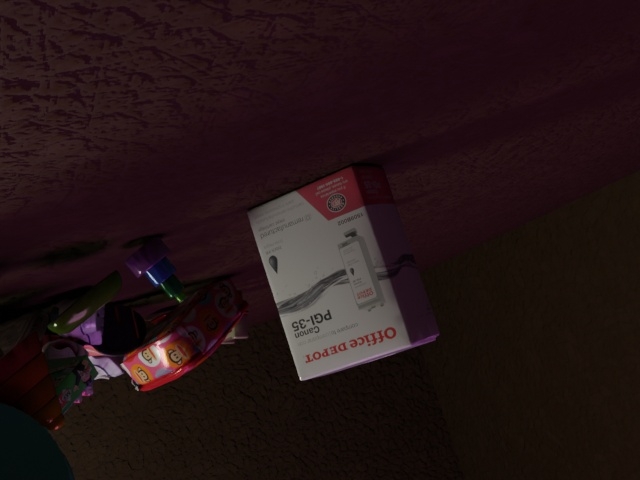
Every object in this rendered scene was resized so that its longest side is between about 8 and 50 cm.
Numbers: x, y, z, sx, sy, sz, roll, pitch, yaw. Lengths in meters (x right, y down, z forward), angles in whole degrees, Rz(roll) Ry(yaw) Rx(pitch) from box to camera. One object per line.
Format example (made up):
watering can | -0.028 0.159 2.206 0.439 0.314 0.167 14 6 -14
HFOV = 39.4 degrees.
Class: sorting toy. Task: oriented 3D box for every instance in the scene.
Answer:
sorting toy | -0.322 0.140 1.285 0.365 0.126 0.127 -43 -174 -39

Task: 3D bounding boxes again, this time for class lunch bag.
lunch bag | -0.327 0.220 2.079 0.258 0.120 0.293 -28 -168 39

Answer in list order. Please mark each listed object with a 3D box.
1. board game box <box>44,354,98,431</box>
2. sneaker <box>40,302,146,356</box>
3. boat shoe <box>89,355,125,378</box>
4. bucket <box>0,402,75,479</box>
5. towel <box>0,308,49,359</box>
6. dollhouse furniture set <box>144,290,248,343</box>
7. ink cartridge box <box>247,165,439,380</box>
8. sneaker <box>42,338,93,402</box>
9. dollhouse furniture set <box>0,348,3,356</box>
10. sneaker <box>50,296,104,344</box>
board game box | -0.554 0.290 1.519 0.317 0.046 0.213 -10 -152 34
sneaker | -0.529 0.200 1.921 0.314 0.116 0.136 -7 -178 -40
boat shoe | -0.584 0.281 2.154 0.156 0.136 0.367 -18 170 -1
bucket | -0.460 0.344 1.139 0.281 0.281 0.183 -12 162 -41
towel | -0.676 0.257 1.588 0.332 0.053 0.317 -19 -158 13
dollhouse furniture set | -0.329 0.210 2.423 0.259 0.135 0.262 3 160 -40
ink cartridge box | 0.035 0.051 1.382 0.207 0.283 0.117 -22 172 26
sneaker | -0.484 0.243 1.715 0.103 0.111 0.252 5 176 -13
dollhouse furniture set | -0.688 0.188 1.199 0.394 0.256 0.362 -38 -175 -32
sneaker | -0.465 0.147 1.719 0.091 0.094 0.258 3 165 -8
